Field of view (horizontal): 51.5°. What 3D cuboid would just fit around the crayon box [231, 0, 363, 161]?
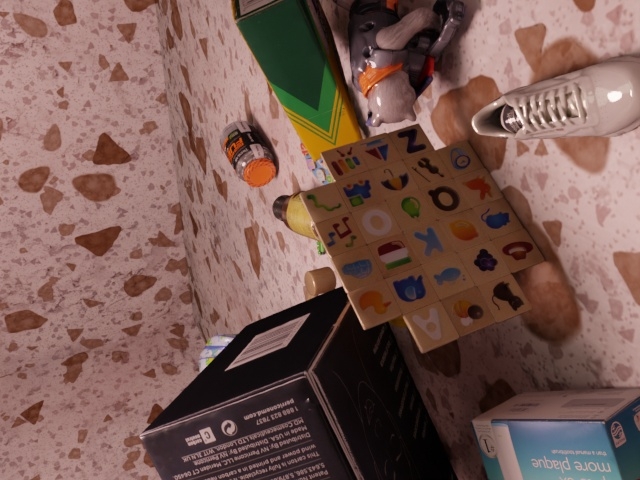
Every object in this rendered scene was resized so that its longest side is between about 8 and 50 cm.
[{"bbox_3d":[-0.048,-0.371,1.141,0.313,0.106,0.363,56,-162,-49],"label":"crayon box"}]

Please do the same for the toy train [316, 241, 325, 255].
[{"bbox_3d":[0.000,0.000,1.690,0.023,0.017,0.083,18,121,53],"label":"toy train"}]

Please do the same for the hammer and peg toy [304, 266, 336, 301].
[{"bbox_3d":[0.066,0.244,1.545,0.266,0.127,0.361,124,127,-65],"label":"hammer and peg toy"}]

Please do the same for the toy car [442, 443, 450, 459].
[{"bbox_3d":[0.251,0.558,1.402,0.225,0.053,0.239,61,155,32],"label":"toy car"}]

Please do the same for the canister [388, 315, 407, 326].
[{"bbox_3d":[0.146,0.069,1.302,0.126,0.073,0.170,22,123,63],"label":"canister"}]

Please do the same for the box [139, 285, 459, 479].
[{"bbox_3d":[0.014,0.378,1.124,0.472,0.297,0.480,64,-163,-5],"label":"box"}]

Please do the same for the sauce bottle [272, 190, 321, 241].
[{"bbox_3d":[-0.029,-0.063,1.587,0.344,0.111,0.111,18,121,63],"label":"sauce bottle"}]

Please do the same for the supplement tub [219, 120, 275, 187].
[{"bbox_3d":[-0.205,-0.245,1.892,0.190,0.117,0.117,57,153,37],"label":"supplement tub"}]

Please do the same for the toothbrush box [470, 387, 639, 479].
[{"bbox_3d":[0.352,0.354,0.861,0.216,0.126,0.296,-20,87,54],"label":"toothbrush box"}]

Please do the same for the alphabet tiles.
[{"bbox_3d":[0.144,-0.019,0.957,0.011,0.285,0.343,98,149,-61],"label":"alphabet tiles"}]

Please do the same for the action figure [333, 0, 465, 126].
[{"bbox_3d":[0.076,-0.319,1.082,0.341,0.178,0.330,122,139,-59],"label":"action figure"}]

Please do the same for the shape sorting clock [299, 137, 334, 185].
[{"bbox_3d":[0.005,-0.213,1.481,0.206,0.040,0.206,48,149,42],"label":"shape sorting clock"}]

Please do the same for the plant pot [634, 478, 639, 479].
[{"bbox_3d":[0.420,0.316,0.574,0.272,0.272,0.265,115,144,-59],"label":"plant pot"}]

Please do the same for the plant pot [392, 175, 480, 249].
[{"bbox_3d":[0.173,0.002,1.052,0.188,0.205,0.205,38,141,33],"label":"plant pot"}]

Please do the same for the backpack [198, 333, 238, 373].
[{"bbox_3d":[-0.176,0.379,1.921,0.290,0.355,0.273,156,99,-69],"label":"backpack"}]

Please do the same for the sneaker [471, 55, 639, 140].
[{"bbox_3d":[0.282,-0.154,0.784,0.235,0.094,0.090,-2,101,67],"label":"sneaker"}]

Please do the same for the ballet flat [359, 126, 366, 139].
[{"bbox_3d":[0.062,-0.179,1.349,0.086,0.086,0.248,20,124,64],"label":"ballet flat"}]
